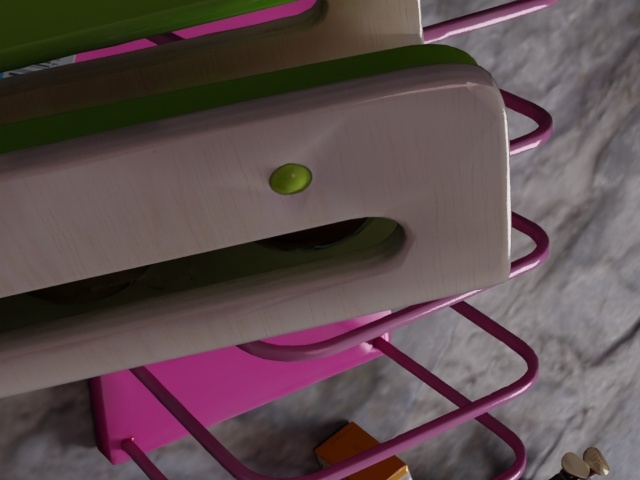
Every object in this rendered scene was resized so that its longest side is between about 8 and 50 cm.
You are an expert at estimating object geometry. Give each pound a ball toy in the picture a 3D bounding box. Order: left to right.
[{"bbox_3d":[-0.070,-0.053,0.452,0.319,0.208,0.136,-13,140,-3],"label":"pound a ball toy"}]

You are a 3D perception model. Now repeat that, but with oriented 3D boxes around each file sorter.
[{"bbox_3d":[0.000,0.000,0.668,0.202,0.182,0.291,-19,123,-30],"label":"file sorter"}]

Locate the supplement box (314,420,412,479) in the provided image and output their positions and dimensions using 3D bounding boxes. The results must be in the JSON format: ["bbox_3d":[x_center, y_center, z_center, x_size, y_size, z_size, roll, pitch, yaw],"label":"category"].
[{"bbox_3d":[0.038,0.178,0.871,0.036,0.062,0.098,-35,129,-19],"label":"supplement box"}]

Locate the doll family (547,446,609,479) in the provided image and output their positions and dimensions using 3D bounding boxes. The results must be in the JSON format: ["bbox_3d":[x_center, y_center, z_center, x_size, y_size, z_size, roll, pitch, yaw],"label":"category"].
[{"bbox_3d":[0.130,0.221,0.950,0.193,0.076,0.111,-11,158,-26],"label":"doll family"}]

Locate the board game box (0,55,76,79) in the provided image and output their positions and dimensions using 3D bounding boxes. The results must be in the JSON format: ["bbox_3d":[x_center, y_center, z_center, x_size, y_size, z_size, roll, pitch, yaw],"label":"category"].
[{"bbox_3d":[-0.273,-0.015,0.508,0.303,0.097,0.224,6,109,-40],"label":"board game box"}]
